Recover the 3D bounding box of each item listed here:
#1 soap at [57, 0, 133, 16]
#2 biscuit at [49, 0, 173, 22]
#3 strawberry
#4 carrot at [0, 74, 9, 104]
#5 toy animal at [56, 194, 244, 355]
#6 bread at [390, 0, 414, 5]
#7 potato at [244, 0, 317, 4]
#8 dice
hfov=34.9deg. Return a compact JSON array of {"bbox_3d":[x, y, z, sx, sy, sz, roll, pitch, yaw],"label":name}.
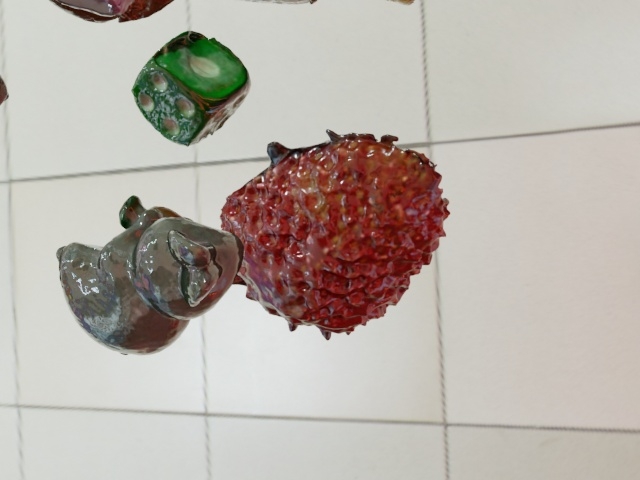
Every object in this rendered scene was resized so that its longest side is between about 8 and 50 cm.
[{"bbox_3d":[-0.082,-0.304,0.459,0.107,0.296,0.285,24,63,17],"label":"soap"},{"bbox_3d":[-0.245,-0.351,1.228,0.226,0.226,0.042,-41,52,22],"label":"biscuit"},{"bbox_3d":[0.000,0.000,1.110,0.233,0.138,0.306,32,147,-1],"label":"strawberry"},{"bbox_3d":[-0.419,-0.213,1.113,0.060,0.060,0.186,-26,121,25],"label":"carrot"},{"bbox_3d":[-0.127,0.030,0.871,0.127,0.125,0.251,49,151,-21],"label":"toy animal"},{"bbox_3d":[0.118,-0.387,1.225,0.245,0.094,0.102,124,157,-53],"label":"bread"},{"bbox_3d":[-0.113,-0.402,1.530,0.189,0.264,0.211,-25,56,20],"label":"potato"},{"bbox_3d":[-0.191,-0.223,1.505,0.128,0.131,0.120,43,136,1],"label":"dice"}]
